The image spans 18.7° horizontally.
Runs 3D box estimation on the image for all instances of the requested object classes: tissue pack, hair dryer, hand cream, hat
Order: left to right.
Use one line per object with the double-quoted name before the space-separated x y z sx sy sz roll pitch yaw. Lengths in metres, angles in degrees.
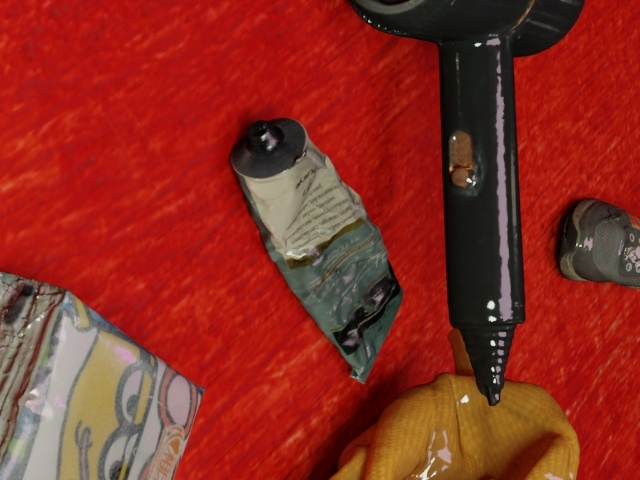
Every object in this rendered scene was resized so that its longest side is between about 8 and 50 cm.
"tissue pack" -0.136 0.101 1.075 0.155 0.065 0.115 42 63 -52
"hand cream" 0.000 -0.001 1.296 0.075 0.052 0.248 -45 144 -12
"hat" 0.084 0.159 1.376 0.233 0.244 0.233 117 -18 -54
"hair dryer" 0.102 -0.062 1.329 0.189 0.107 0.352 2 84 -55

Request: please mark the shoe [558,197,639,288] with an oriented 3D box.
"shoe" 0.273 0.008 1.686 0.194 0.077 0.074 12 87 -58
